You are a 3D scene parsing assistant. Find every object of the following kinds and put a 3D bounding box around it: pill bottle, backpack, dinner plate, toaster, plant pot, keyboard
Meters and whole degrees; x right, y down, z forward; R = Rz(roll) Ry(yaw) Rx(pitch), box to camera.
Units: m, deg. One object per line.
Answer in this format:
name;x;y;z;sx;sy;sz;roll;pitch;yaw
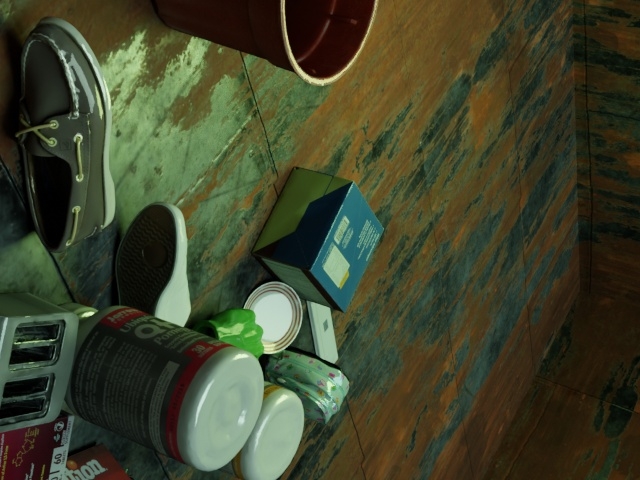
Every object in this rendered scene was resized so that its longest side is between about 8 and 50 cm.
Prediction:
pill bottle;-0.180;0.281;1.747;0.162;0.279;0.162;-37;135;-48
backpack;-0.033;0.285;2.118;0.115;0.182;0.152;-61;150;-22
pill bottle;-0.255;0.195;1.522;0.176;0.319;0.176;-38;136;-48
dinner plate;-0.096;0.149;2.064;0.141;0.017;0.141;-5;99;-34
toaster;-0.423;0.161;1.427;0.186;0.110;0.168;2;104;-61
plant pot;-0.090;-0.385;1.567;0.272;0.265;0.272;-36;134;-49
keyboard;0.005;0.191;2.319;0.072;0.014;0.256;-54;147;-41

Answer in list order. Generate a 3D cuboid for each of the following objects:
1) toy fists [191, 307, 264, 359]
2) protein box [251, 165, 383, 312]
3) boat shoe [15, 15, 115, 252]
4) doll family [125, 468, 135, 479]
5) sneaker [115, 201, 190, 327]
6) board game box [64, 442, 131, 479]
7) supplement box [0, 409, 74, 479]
toy fists;-0.183;0.253;1.928;0.142;0.096;0.279;-2;108;-50
protein box;0.000;0.000;2.072;0.199;0.136;0.201;-64;151;-17
boat shoe;-0.346;-0.131;1.408;0.096;0.117;0.324;-47;148;-45
doll family;-0.323;0.440;1.774;0.076;0.111;0.193;-38;140;-16
sneaker;-0.258;0.064;1.699;0.123;0.106;0.290;-35;142;-63
board game box;-0.386;0.403;1.596;0.027;0.145;0.281;-52;162;26
supplement box;-0.458;0.304;1.458;0.239;0.073;0.130;-2;105;-55
